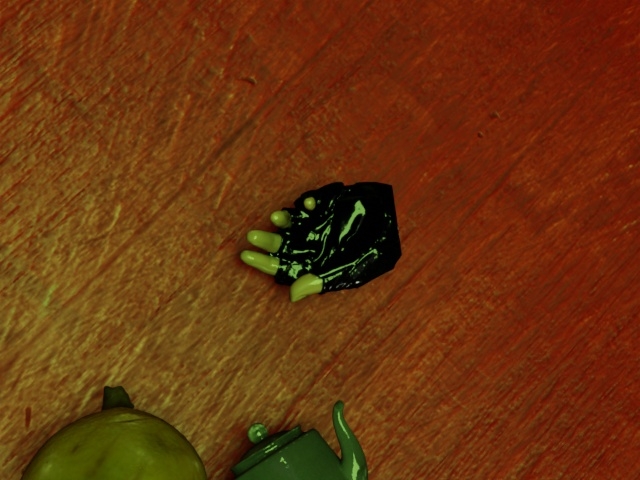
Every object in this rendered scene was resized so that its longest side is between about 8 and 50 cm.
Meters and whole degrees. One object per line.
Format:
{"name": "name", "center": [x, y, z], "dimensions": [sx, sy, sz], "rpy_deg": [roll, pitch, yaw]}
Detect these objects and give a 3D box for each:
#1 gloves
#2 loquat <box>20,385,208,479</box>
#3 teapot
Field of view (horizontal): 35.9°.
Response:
{"name": "gloves", "center": [0.000, 0.000, 1.260], "dimensions": [0.204, 0.124, 0.164], "rpy_deg": [-8, 60, 3]}
{"name": "loquat", "center": [-0.229, 0.277, 1.105], "dimensions": [0.214, 0.213, 0.246], "rpy_deg": [5, 54, -16]}
{"name": "teapot", "center": [-0.052, 0.290, 1.186], "dimensions": [0.239, 0.162, 0.149], "rpy_deg": [-34, 83, 10]}
